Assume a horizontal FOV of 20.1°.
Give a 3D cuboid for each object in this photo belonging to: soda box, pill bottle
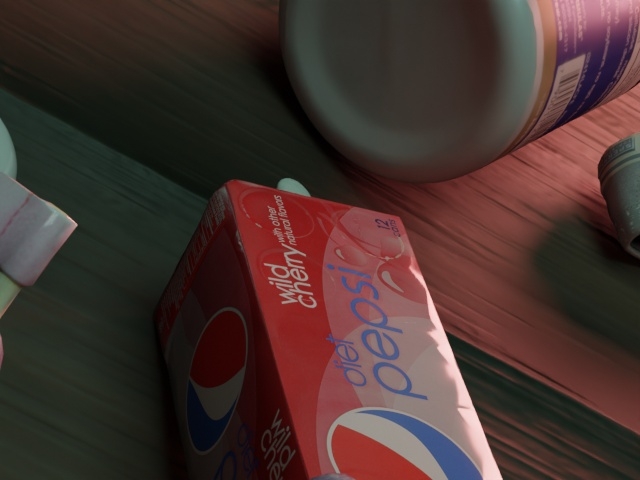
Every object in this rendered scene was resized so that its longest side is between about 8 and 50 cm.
[{"bbox_3d":[0.007,0.087,0.698,0.092,0.083,0.263,13,33,-23],"label":"soda box"},{"bbox_3d":[0.109,-0.135,0.997,0.153,0.153,0.264,50,38,10],"label":"pill bottle"}]

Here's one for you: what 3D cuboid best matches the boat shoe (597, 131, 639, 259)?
[{"bbox_3d":[0.262,0.006,1.068,0.227,0.079,0.081,16,54,-23],"label":"boat shoe"}]

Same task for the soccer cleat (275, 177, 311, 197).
[{"bbox_3d":[0.000,0.000,0.867,0.029,0.035,0.083,9,49,-35],"label":"soccer cleat"}]

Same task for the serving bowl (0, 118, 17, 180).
[{"bbox_3d":[-0.165,-0.043,0.771,0.083,0.027,0.083,24,40,-22],"label":"serving bowl"}]

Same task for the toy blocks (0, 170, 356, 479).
[{"bbox_3d":[-0.056,0.159,0.352,0.288,0.260,0.309,38,1,17],"label":"toy blocks"}]
